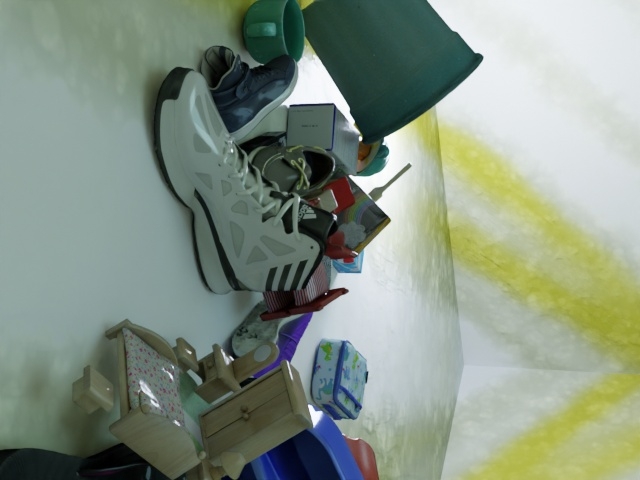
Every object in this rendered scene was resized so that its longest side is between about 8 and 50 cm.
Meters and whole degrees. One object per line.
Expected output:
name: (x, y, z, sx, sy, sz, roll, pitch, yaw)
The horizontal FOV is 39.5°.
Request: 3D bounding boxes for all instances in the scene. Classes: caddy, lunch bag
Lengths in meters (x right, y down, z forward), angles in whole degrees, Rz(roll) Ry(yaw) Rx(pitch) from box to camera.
caddy: (-0.052, 0.447, 1.534, 0.341, 0.241, 0.179, 63, 13, 0)
lunch bag: (0.050, 0.357, 2.262, 0.219, 0.090, 0.176, 57, 40, -57)

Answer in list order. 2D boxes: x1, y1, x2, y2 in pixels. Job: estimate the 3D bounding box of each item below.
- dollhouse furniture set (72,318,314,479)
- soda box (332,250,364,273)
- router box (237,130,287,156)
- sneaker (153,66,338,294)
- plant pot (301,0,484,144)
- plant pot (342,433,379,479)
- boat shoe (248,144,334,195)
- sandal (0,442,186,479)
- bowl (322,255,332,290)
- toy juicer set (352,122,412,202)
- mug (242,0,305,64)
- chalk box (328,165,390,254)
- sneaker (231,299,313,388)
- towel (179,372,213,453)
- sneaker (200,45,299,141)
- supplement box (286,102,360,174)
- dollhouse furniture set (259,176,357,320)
dollhouse furniture set: (-0.183, 0.174, 1.304, 0.355, 0.174, 0.303, 51, 11, -38)
soda box: (0.054, 0.016, 2.290, 0.210, 0.067, 0.071, 53, 41, -60)
router box: (-0.114, -0.143, 1.808, 0.179, 0.046, 0.133, -40, 129, -66)
sneaker: (-0.103, -0.095, 1.505, 0.169, 0.257, 0.447, -68, 152, -47)
plant pot: (0.137, -0.451, 2.032, 0.334, 0.341, 0.341, 51, 31, -12)
plant pot: (0.027, 0.581, 1.923, 0.265, 0.272, 0.272, -92, 169, -46)
boat shoe: (-0.059, -0.137, 1.750, 0.305, 0.091, 0.109, -29, 114, -68)
sandal: (-0.280, 0.355, 1.189, 0.446, 0.107, 0.167, 27, 62, -66)
bowl: (-0.035, 0.064, 1.999, 0.170, 0.080, 0.170, 0, 90, -72)
toy juicer set: (0.098, -0.184, 2.206, 0.089, 0.209, 0.329, 29, 18, -25)
mug: (-0.101, -0.419, 1.756, 0.158, 0.097, 0.129, 52, 43, -61)
chalk box: (0.044, -0.079, 2.068, 0.132, 0.213, 0.132, -44, 172, 2)
sneaker: (-0.098, 0.218, 1.806, 0.293, 0.102, 0.146, -40, 133, -60)
towel: (-0.233, 0.409, 1.482, 0.248, 0.038, 0.325, 65, 31, -51)
sneaker: (-0.129, -0.310, 1.628, 0.226, 0.086, 0.163, -53, 143, -29)
supplement box: (0.009, -0.232, 2.075, 0.220, 0.111, 0.114, 29, 63, -69)
dollhouse furniture set: (0.000, 0.000, 1.816, 0.374, 0.152, 0.201, -31, 104, -55)
